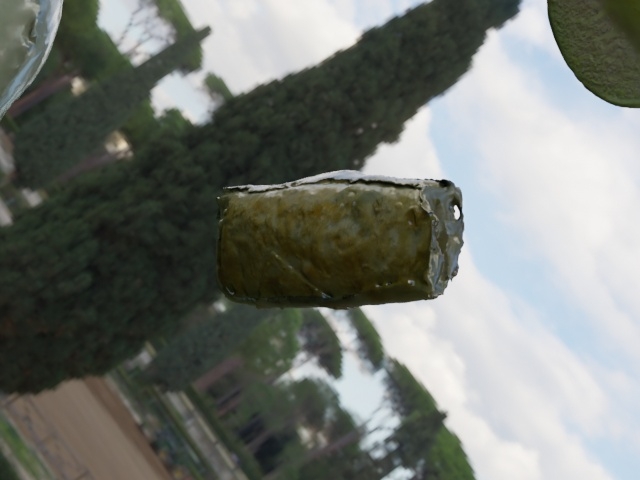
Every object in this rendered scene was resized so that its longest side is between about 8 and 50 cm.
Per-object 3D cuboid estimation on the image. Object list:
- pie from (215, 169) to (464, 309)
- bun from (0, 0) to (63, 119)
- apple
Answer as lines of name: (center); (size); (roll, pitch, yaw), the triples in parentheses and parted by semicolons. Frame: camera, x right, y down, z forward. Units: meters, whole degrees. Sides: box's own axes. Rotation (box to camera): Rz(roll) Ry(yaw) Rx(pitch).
pie: (0.000, 0.000, 1.041); (0.282, 0.068, 0.129); (-2, -94, 41)
bun: (-0.254, -0.152, 0.541); (0.287, 0.287, 0.146); (58, 13, -17)
apple: (0.370, -0.286, 1.348); (0.120, 0.193, 0.265); (-5, 79, -63)
